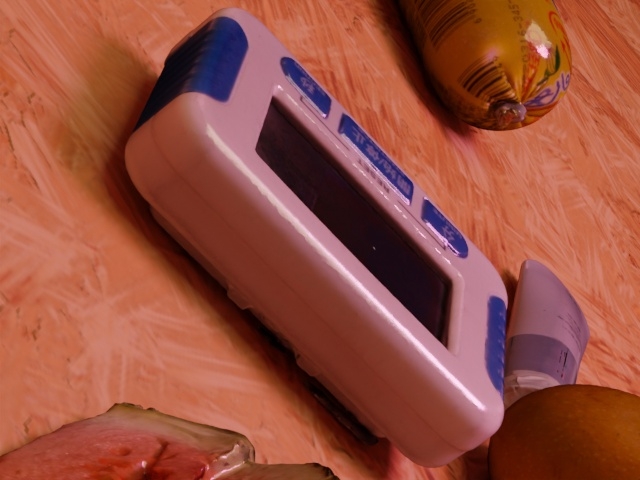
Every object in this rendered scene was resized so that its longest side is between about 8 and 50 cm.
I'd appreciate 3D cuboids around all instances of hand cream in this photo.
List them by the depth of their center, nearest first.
[{"bbox_3d":[0.159,0.077,1.280,0.079,0.048,0.255,57,17,-8],"label":"hand cream"}]

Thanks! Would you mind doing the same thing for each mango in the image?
[{"bbox_3d":[0.203,0.162,1.072,0.227,0.099,0.136,29,25,15],"label":"mango"}]

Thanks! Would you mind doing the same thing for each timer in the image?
[{"bbox_3d":[0.000,0.000,1.010,0.253,0.078,0.178,46,24,-16],"label":"timer"}]

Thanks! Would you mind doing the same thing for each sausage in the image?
[{"bbox_3d":[0.124,-0.222,1.561,0.123,0.123,0.347,33,30,-44],"label":"sausage"}]

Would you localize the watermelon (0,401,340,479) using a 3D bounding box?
[{"bbox_3d":[-0.056,0.124,0.617,0.159,0.128,0.303,56,20,5],"label":"watermelon"}]
